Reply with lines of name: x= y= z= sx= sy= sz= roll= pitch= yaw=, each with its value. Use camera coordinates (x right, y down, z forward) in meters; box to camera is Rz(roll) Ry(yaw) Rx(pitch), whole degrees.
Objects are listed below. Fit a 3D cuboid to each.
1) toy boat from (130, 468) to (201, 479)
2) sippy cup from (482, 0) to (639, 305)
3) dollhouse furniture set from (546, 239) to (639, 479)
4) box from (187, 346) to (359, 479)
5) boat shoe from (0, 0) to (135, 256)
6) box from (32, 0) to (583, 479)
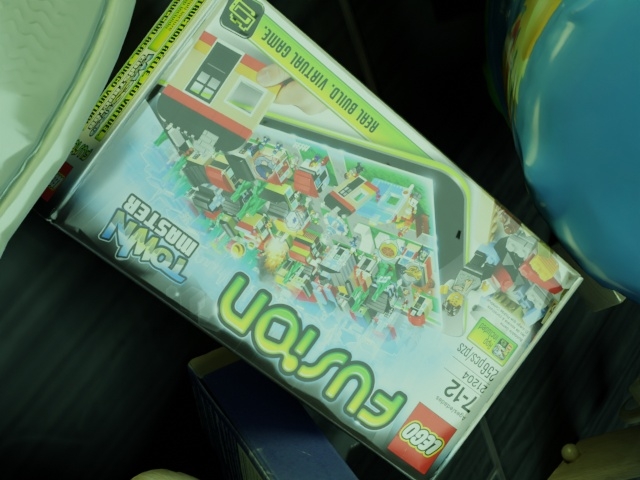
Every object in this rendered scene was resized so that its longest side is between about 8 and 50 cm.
toy boat: x=-0.124 y=0.216 z=0.552 sx=0.318 sy=0.148 sz=0.267 roll=-21 pitch=125 yaw=-59
sippy cup: x=0.180 y=-0.077 z=0.712 sx=0.224 sy=0.305 sz=0.240 roll=-60 pitch=158 yaw=-66
dollhouse furniture set: x=0.185 y=0.056 z=1.024 sx=0.144 sy=0.123 sz=0.151 roll=-41 pitch=99 yaw=-41
box: x=0.011 y=0.154 z=0.640 sx=0.036 sy=0.225 sz=0.136 roll=-20 pitch=126 yaw=-15
boat shoe: x=-0.158 y=0.014 z=0.441 sx=0.114 sy=0.091 sz=0.302 roll=47 pitch=65 yaw=-31
box: x=0.000 y=0.000 z=0.618 sx=0.207 sy=0.036 sz=0.114 roll=38 pitch=86 yaw=-29
